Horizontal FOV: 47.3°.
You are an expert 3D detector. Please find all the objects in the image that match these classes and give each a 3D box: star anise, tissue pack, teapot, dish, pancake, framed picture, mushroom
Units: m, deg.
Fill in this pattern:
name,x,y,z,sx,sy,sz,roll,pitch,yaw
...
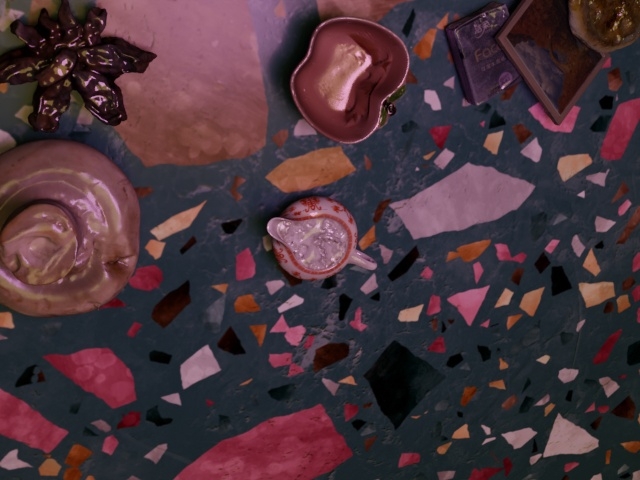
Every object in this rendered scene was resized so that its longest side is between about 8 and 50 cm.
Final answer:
name,x,y,z,sx,sy,sz,roll,pitch,yaw
star anise,-0.382,-0.253,1.111,0.214,0.099,0.220,41,95,-20
tissue pack,0.301,-0.341,1.339,0.112,0.051,0.156,-29,119,-8
teapot,0.000,0.000,1.352,0.246,0.116,0.159,17,94,-23
dish,0.041,-0.279,1.254,0.214,0.090,0.213,-6,113,-15
pancake,0.554,-0.474,1.364,0.254,0.037,0.253,-11,113,-27
framed picture,0.438,-0.362,1.367,0.250,0.016,0.184,42,82,-34
mushroom,-0.407,0.002,1.103,0.293,0.290,0.292,-6,110,-16
